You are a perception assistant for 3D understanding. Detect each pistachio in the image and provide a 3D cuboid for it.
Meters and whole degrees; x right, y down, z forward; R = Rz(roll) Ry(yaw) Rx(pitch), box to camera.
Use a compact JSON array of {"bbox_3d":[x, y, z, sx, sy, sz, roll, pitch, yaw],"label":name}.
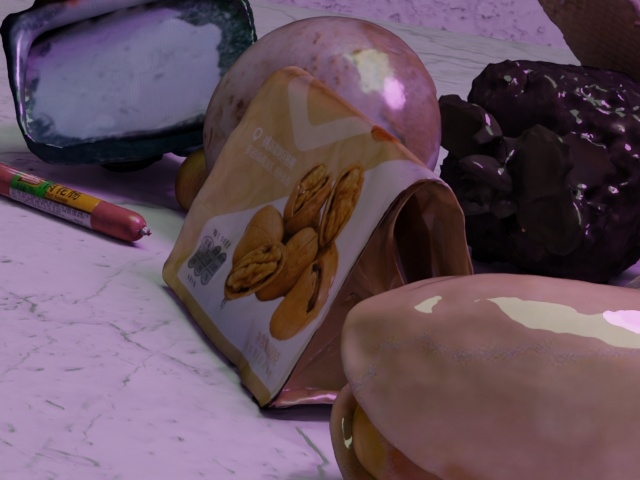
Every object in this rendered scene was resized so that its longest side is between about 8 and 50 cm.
[{"bbox_3d":[0.157,0.119,1.242,0.299,0.188,0.187,4,15,-3],"label":"pistachio"}]

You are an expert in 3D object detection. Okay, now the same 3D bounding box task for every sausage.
[{"bbox_3d":[-0.247,-0.038,1.793,0.223,0.029,0.029,19,16,28],"label":"sausage"}]

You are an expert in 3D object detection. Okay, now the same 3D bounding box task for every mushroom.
[{"bbox_3d":[0.017,-0.082,1.814,0.243,0.244,0.243,11,14,-3],"label":"mushroom"}]

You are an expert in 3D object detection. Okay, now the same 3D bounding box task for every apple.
[{"bbox_3d":[-0.103,-0.058,1.897,0.084,0.071,0.084,10,14,-3],"label":"apple"}]

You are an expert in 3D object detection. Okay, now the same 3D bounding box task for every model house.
[{"bbox_3d":[-0.176,-0.140,2.028,0.253,0.184,0.291,-13,-18,1],"label":"model house"}]

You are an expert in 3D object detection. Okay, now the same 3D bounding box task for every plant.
[{"bbox_3d":[0.222,-0.061,1.890,0.215,0.213,0.312,23,22,26],"label":"plant"}]

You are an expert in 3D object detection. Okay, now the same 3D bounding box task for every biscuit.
[{"bbox_3d":[0.382,-0.140,2.035,0.144,0.078,0.426,4,-42,54],"label":"biscuit"}]

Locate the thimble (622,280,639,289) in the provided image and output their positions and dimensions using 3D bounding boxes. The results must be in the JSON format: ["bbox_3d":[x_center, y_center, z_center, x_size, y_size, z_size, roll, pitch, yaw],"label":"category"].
[{"bbox_3d":[0.298,0.080,1.652,0.110,0.084,0.062,12,14,10],"label":"thimble"}]

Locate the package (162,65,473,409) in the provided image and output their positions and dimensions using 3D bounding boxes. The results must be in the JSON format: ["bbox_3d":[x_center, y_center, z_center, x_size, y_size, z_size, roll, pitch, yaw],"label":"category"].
[{"bbox_3d":[0.024,0.017,1.536,0.165,0.221,0.311,27,6,-28],"label":"package"}]

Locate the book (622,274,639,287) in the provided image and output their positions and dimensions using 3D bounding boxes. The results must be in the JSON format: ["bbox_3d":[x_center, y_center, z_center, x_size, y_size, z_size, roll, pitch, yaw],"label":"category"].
[{"bbox_3d":[0.339,0.033,1.845,0.172,0.118,0.012,-10,65,-55],"label":"book"}]
